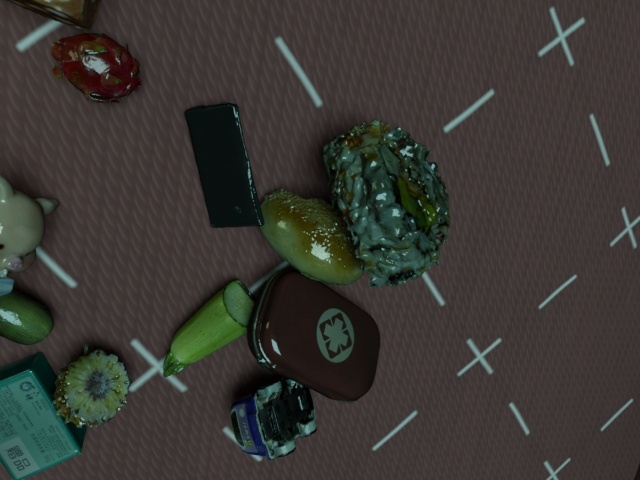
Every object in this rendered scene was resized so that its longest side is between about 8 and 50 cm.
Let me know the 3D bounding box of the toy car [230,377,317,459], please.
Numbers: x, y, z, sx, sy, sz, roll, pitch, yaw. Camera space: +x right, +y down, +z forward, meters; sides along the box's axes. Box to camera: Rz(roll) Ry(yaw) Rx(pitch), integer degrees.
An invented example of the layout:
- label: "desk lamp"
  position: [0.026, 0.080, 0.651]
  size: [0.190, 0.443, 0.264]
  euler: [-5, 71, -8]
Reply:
- label: "toy car"
  position: [-0.122, 0.452, 1.217]
  size: [0.235, 0.158, 0.172]
  euler: [-6, 78, -57]

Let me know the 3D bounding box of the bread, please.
- label: "bread"
  position: [-0.002, 0.000, 1.115]
  size: [0.314, 0.192, 0.171]
  euler: [30, 112, -20]

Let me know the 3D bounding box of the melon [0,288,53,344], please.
- label: "melon"
  position: [-0.649, 0.157, 0.982]
  size: [0.099, 0.099, 0.162]
  euler: [-45, 118, -3]

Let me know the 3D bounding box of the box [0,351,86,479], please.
- label: "box"
  position: [-0.661, 0.398, 1.050]
  size: [0.153, 0.092, 0.245]
  euler: [-21, 110, -13]

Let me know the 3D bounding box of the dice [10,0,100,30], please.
- label: "dice"
  position: [-0.486, -0.497, 0.822]
  size: [0.179, 0.175, 0.174]
  euler: [17, 99, -19]

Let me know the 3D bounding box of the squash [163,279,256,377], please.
- label: "squash"
  position: [-0.284, 0.222, 1.122]
  size: [0.287, 0.137, 0.137]
  euler: [-34, 113, -5]

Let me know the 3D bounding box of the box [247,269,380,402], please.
- label: "box"
  position: [-0.001, 0.245, 1.171]
  size: [0.404, 0.108, 0.263]
  euler: [35, 54, -32]

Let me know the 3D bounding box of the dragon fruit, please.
- label: "dragon fruit"
  position: [-0.439, -0.342, 0.904]
  size: [0.165, 0.133, 0.136]
  euler: [24, 87, -13]

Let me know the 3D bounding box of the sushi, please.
- label: "sushi"
  position: [0.166, -0.088, 1.078]
  size: [0.175, 0.417, 0.417]
  euler: [-20, 118, 32]

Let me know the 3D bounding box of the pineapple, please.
- label: "pineapple"
  position: [-0.540, 0.342, 1.055]
  size: [0.136, 0.176, 0.161]
  euler: [-26, 147, 29]

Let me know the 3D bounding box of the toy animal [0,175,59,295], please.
- label: "toy animal"
  position: [-0.658, 0.011, 0.878]
  size: [0.256, 0.195, 0.213]
  euler: [-18, 77, -3]

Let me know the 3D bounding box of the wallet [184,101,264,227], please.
- label: "wallet"
  position: [-0.219, -0.162, 1.046]
  size: [0.146, 0.030, 0.285]
  euler: [0, 112, 25]
